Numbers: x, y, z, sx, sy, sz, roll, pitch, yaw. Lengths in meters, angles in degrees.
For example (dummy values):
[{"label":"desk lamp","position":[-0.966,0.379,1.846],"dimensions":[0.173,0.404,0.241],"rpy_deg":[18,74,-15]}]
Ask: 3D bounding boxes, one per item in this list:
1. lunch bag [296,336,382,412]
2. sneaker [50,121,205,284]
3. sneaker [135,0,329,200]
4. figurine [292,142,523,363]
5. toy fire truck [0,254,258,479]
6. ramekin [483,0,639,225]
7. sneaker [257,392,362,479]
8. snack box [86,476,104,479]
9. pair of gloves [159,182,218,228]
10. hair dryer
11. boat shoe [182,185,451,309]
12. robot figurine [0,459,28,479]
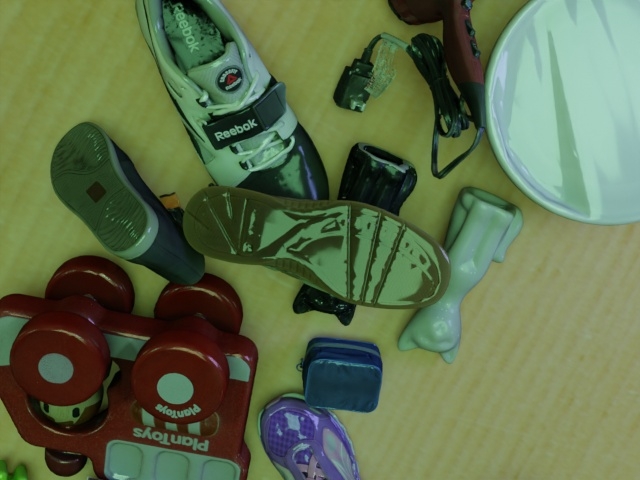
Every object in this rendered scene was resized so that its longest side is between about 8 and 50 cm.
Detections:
[{"label":"lunch bag","position":[0.021,0.152,1.255],"dimensions":[0.098,0.065,0.067],"rpy_deg":[9,112,-4]},{"label":"sneaker","position":[-0.214,-0.034,1.197],"dimensions":[0.083,0.222,0.118],"rpy_deg":[-41,141,5]},{"label":"sneaker","position":[-0.100,-0.147,1.173],"dimensions":[0.122,0.146,0.330],"rpy_deg":[-34,98,-1]},{"label":"figurine","position":[0.098,0.025,1.238],"dimensions":[0.215,0.092,0.209],"rpy_deg":[22,104,-5]},{"label":"toy fire truck","position":[-0.219,0.171,1.212],"dimensions":[0.302,0.169,0.253],"rpy_deg":[9,115,-2]},{"label":"ramekin","position":[0.303,-0.155,1.194],"dimensions":[0.273,0.127,0.272],"rpy_deg":[0,97,-3]},{"label":"sneaker","position":[0.008,0.285,1.251],"dimensions":[0.095,0.104,0.236],"rpy_deg":[-29,96,3]},{"label":"snack box","position":[-0.185,0.308,1.259],"dimensions":[0.178,0.064,0.022],"rpy_deg":[15,62,-9]},{"label":"pair of gloves","position":[-0.142,-0.024,1.254],"dimensions":[0.083,0.010,0.074],"rpy_deg":[-13,98,1]},{"label":"hair dryer","position":[0.149,-0.225,1.153],"dimensions":[0.080,0.223,0.293],"rpy_deg":[10,110,-46]},{"label":"boat shoe","position":[0.000,0.000,1.161],"dimensions":[0.285,0.089,0.104],"rpy_deg":[17,93,6]},{"label":"robot figurine","position":[-0.374,0.314,1.259],"dimensions":[0.101,0.067,0.115],"rpy_deg":[21,96,-24]}]
